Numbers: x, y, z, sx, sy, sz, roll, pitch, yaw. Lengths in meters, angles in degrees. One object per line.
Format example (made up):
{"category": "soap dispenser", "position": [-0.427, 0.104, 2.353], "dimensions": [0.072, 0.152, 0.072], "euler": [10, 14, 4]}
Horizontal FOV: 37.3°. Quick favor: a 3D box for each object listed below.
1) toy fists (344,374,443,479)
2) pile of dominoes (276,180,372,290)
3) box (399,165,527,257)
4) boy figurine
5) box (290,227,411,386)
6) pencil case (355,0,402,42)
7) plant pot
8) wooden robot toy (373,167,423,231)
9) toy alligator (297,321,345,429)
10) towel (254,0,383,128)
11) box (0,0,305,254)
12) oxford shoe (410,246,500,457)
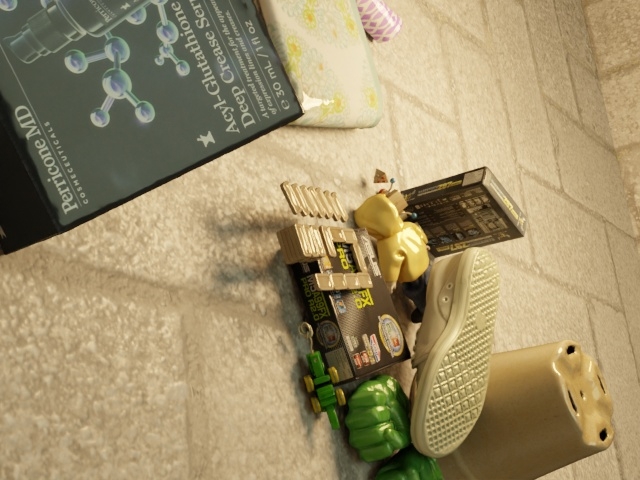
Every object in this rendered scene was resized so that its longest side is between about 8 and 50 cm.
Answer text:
{"category": "toy fists", "position": [0.135, 0.383, 1.714], "dimensions": [0.142, 0.096, 0.279], "euler": [-37, 106, -54]}
{"category": "pile of dominoes", "position": [0.000, 0.000, 1.676], "dimensions": [0.251, 0.040, 0.196], "euler": [5, 65, -65]}
{"category": "box", "position": [0.303, -0.057, 2.058], "dimensions": [0.183, 0.232, 0.059], "euler": [46, 46, -31]}
{"category": "boy figurine", "position": [0.164, 0.037, 1.939], "dimensions": [0.285, 0.092, 0.177], "euler": [55, 46, -18]}
{"category": "box", "position": [0.055, 0.117, 1.753], "dimensions": [0.216, 0.060, 0.270], "euler": [-7, 76, -57]}
{"category": "pencil case", "position": [0.107, -0.542, 2.161], "dimensions": [0.206, 0.086, 0.088], "euler": [41, 58, -38]}
{"category": "plant pot", "position": [0.404, 0.348, 1.903], "dimensions": [0.333, 0.305, 0.334], "euler": [32, 45, -39]}
{"category": "wooden robot toy", "position": [0.141, -0.063, 2.004], "dimensions": [0.079, 0.076, 0.173], "euler": [-39, 110, -18]}
{"category": "toy alligator", "position": [-0.003, 0.234, 1.639], "dimensions": [0.051, 0.056, 0.190], "euler": [131, -58, -80]}
{"category": "towel", "position": [-0.021, -0.406, 1.914], "dimensions": [0.320, 0.090, 0.375], "euler": [-9, 80, -53]}
{"category": "box", "position": [-0.271, -0.204, 1.222], "dimensions": [0.395, 0.212, 0.294], "euler": [-31, 101, -34]}
{"category": "oxford shoe", "position": [0.240, 0.211, 1.817], "dimensions": [0.169, 0.130, 0.450], "euler": [46, 48, -35]}
